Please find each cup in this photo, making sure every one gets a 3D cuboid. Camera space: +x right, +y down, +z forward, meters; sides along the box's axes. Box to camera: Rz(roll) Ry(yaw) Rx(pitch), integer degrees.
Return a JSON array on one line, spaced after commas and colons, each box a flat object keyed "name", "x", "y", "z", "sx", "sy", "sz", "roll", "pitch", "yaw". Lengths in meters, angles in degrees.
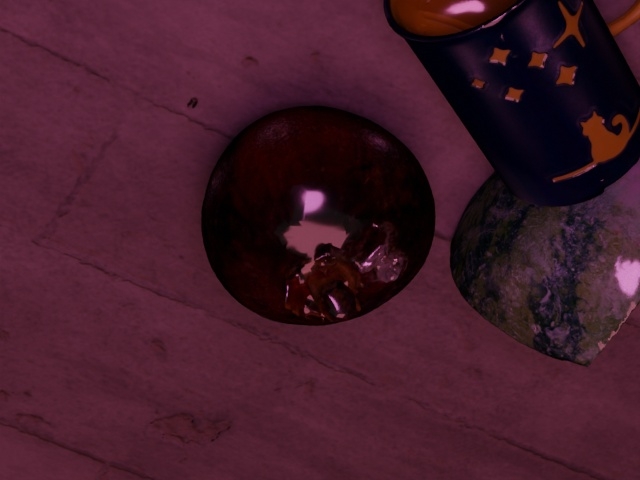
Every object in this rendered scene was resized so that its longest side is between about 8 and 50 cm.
[{"name": "cup", "x": 0.231, "y": -0.184, "z": 1.638, "sx": 0.255, "sy": 0.178, "sz": 0.256, "roll": -25, "pitch": 130, "yaw": 18}]

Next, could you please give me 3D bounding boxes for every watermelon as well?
[{"name": "watermelon", "x": 0.267, "y": -0.005, "z": 1.769, "sx": 0.176, "sy": 0.256, "sz": 0.260, "roll": 2, "pitch": 133, "yaw": -35}]

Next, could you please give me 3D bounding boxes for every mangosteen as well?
[{"name": "mangosteen", "x": 0.000, "y": 0.000, "z": 1.722, "sx": 0.235, "sy": 0.261, "sz": 0.236, "roll": -3, "pitch": 130, "yaw": -4}]
